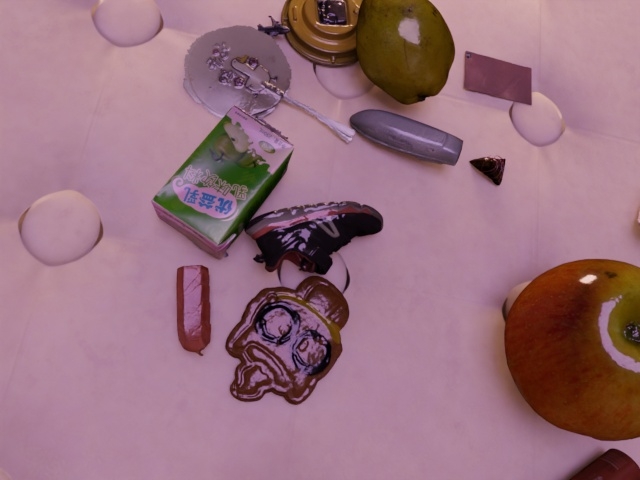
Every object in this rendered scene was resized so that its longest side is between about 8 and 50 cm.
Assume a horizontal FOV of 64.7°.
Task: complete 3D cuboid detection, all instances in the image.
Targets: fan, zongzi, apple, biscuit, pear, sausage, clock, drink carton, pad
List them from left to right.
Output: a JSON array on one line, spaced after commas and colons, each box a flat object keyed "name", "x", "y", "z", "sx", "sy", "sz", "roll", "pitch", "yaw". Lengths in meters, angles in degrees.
[{"name": "sausage", "x": -0.238, "y": 0.134, "z": 0.952, "sx": 0.065, "sy": 0.065, "sz": 0.169, "roll": -2, "pitch": 74, "yaw": -12}, {"name": "drink carton", "x": -0.183, "y": -0.115, "z": 1.010, "sx": 0.161, "sy": 0.108, "sz": 0.271, "roll": 35, "pitch": 72, "yaw": 2}, {"name": "fan", "x": -0.105, "y": -0.336, "z": 1.126, "sx": 0.415, "sy": 0.012, "sz": 0.232, "roll": 27, "pitch": 79, "yaw": -3}, {"name": "biscuit", "x": -0.064, "y": 0.191, "z": 0.981, "sx": 0.208, "sy": 0.041, "sz": 0.290, "roll": 41, "pitch": 70, "yaw": 3}, {"name": "clock", "x": 0.024, "y": -0.525, "z": 1.197, "sx": 0.237, "sy": 0.057, "sz": 0.236, "roll": 3, "pitch": 73, "yaw": -10}, {"name": "pear", "x": 0.182, "y": -0.434, "z": 1.123, "sx": 0.213, "sy": 0.212, "sz": 0.269, "roll": -27, "pitch": 92, "yaw": -17}, {"name": "zongzi", "x": 0.392, "y": -0.171, "z": 1.162, "sx": 0.083, "sy": 0.073, "sz": 0.067, "roll": 17, "pitch": 90, "yaw": -5}, {"name": "pad", "x": 0.449, "y": -0.409, "z": 1.277, "sx": 0.188, "sy": 0.006, "sz": 0.113, "roll": 10, "pitch": 71, "yaw": -10}, {"name": "apple", "x": 0.533, "y": 0.203, "z": 0.962, "sx": 0.340, "sy": 0.339, "sz": 0.339, "roll": 3, "pitch": 74, "yaw": -11}]

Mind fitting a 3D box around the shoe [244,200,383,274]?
[{"name": "shoe", "x": 0.000, "y": 0.000, "z": 1.007, "sx": 0.291, "sy": 0.114, "sz": 0.137, "roll": -8, "pitch": 81, "yaw": -18}]

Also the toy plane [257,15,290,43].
[{"name": "toy plane", "x": -0.109, "y": -0.485, "z": 1.168, "sx": 0.083, "sy": 0.031, "sz": 0.078, "roll": 9, "pitch": 73, "yaw": 12}]

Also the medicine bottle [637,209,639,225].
[{"name": "medicine bottle", "x": 0.919, "y": -0.023, "z": 1.174, "sx": 0.293, "sy": 0.170, "sz": 0.170, "roll": 30, "pitch": 71, "yaw": -2}]

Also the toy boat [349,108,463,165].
[{"name": "toy boat", "x": 0.188, "y": -0.233, "z": 1.141, "sx": 0.261, "sy": 0.085, "sz": 0.078, "roll": 20, "pitch": 70, "yaw": 6}]

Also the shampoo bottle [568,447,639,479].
[{"name": "shampoo bottle", "x": 0.514, "y": 0.502, "z": 0.986, "sx": 0.244, "sy": 0.085, "sz": 0.085, "roll": -23, "pitch": 80, "yaw": -18}]
